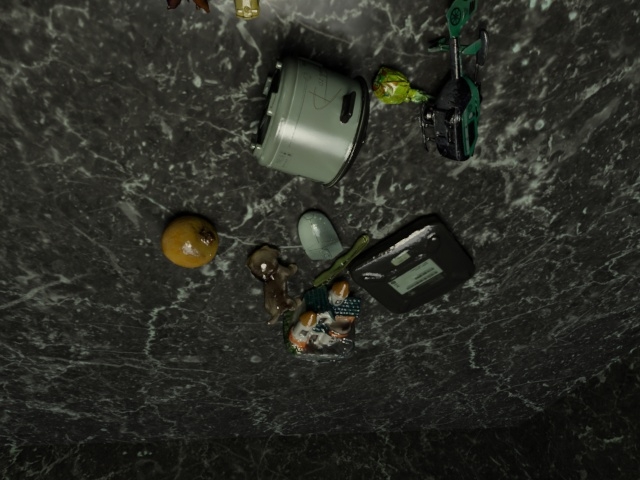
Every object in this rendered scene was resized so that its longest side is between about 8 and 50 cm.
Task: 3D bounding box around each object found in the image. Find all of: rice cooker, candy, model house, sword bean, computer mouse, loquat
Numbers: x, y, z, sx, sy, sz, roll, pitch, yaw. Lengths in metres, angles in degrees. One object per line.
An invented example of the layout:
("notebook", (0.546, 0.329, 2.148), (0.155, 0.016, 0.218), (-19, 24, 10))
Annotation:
("rice cooker", (-0.012, -0.243, 0.875), (0.227, 0.241, 0.280), (14, 169, -17))
("candy", (0.234, -0.328, 0.960), (0.262, 0.077, 0.073), (6, 120, -27))
("model house", (0.033, 0.267, 1.463), (0.271, 0.190, 0.301), (10, 133, -18))
("sword bean", (0.068, 0.070, 1.370), (0.043, 0.038, 0.269), (16, 132, -37))
("computer mouse", (0.000, 0.003, 1.261), (0.113, 0.068, 0.229), (-16, 137, 10))
("loquat", (-0.356, 0.004, 1.147), (0.163, 0.137, 0.163), (6, 130, 7))

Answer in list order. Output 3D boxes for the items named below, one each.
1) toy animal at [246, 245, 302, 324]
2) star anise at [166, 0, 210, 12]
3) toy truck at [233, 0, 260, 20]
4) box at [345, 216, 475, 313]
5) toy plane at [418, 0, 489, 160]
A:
("toy animal", (-0.149, 0.132, 1.306), (0.121, 0.233, 0.168), (-13, 179, 19))
("star anise", (-0.241, -0.474, 0.715), (0.167, 0.057, 0.168), (-6, 138, -5))
("toy truck", (-0.135, -0.463, 0.740), (0.052, 0.063, 0.123), (-4, 137, -5))
("box", (0.307, 0.097, 1.403), (0.359, 0.091, 0.350), (-34, 133, 21))
("toy plane", (0.301, -0.315, 0.919), (0.155, 0.106, 0.382), (-37, 130, -21))
